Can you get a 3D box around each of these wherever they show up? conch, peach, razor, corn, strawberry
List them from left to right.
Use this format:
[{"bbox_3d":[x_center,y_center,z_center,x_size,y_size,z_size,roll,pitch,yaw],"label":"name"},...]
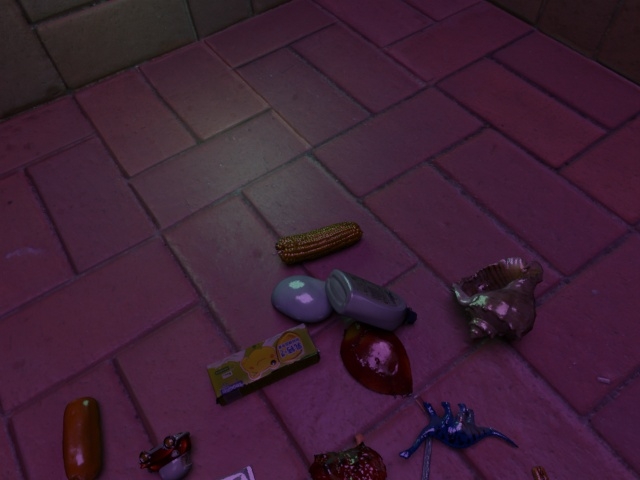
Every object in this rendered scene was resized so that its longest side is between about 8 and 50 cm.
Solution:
[{"bbox_3d":[-0.057,0.175,1.560,0.221,0.120,0.185,12,27,17],"label":"conch"},{"bbox_3d":[0.001,0.004,1.671,0.313,0.101,0.101,-17,56,-8],"label":"corn"},{"bbox_3d":[0.077,0.614,1.205,0.187,0.184,0.201,-2,73,-40],"label":"strawberry"},{"bbox_3d":[0.172,0.346,1.444,0.189,0.068,0.279,-38,61,-19],"label":"peach"},{"bbox_3d":[0.281,0.599,1.283,0.084,0.035,0.211,7,48,14],"label":"razor"},{"bbox_3d":[0.539,0.183,1.471,0.324,0.186,0.263,-27,40,-30],"label":"conch"}]

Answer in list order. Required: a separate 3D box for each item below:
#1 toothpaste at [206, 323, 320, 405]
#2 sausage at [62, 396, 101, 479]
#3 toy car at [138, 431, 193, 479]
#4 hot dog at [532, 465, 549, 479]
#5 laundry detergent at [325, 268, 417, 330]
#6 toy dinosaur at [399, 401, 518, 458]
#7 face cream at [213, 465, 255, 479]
[{"bbox_3d":[-0.169,0.368,1.443,0.328,0.077,0.110,-22,55,-12],"label":"toothpaste"},{"bbox_3d":[-0.662,0.548,1.341,0.098,0.098,0.238,-17,55,-8],"label":"sausage"},{"bbox_3d":[-0.402,0.589,1.297,0.139,0.112,0.112,-30,74,-5],"label":"toy car"},{"bbox_3d":[0.576,0.626,1.252,0.037,0.021,0.083,-12,54,-4],"label":"hot dog"},{"bbox_3d":[0.167,0.189,1.483,0.281,0.105,0.215,19,14,-24],"label":"laundry detergent"},{"bbox_3d":[0.362,0.499,1.312,0.330,0.076,0.144,-1,59,-9],"label":"toy dinosaur"},{"bbox_3d":[-0.271,0.680,1.253,0.224,0.070,0.114,-13,55,-20],"label":"face cream"}]
